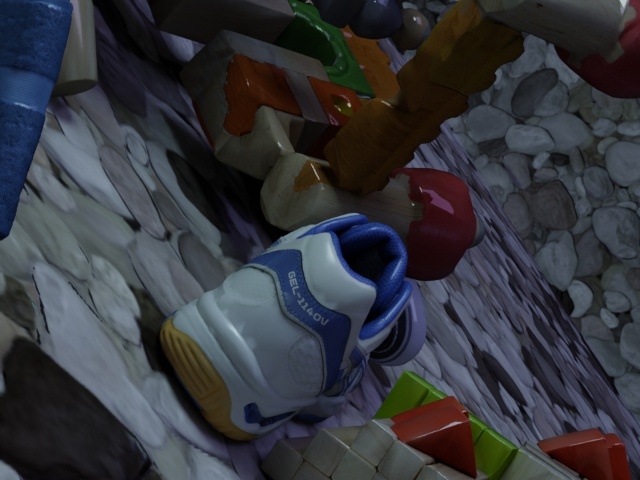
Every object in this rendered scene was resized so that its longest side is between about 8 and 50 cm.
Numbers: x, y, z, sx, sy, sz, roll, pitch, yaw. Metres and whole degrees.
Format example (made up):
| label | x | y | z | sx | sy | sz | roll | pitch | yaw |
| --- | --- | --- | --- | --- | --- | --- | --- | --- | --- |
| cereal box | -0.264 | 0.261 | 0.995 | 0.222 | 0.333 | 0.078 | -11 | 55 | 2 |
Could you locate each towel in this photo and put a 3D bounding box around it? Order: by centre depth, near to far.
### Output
| label | x | y | z | sx | sy | sz | roll | pitch | yaw |
| --- | --- | --- | --- | --- | --- | --- | --- | --- | --- |
| towel | -0.145 | -0.059 | 0.581 | 0.029 | 0.067 | 0.119 | 33 | 69 | -60 |

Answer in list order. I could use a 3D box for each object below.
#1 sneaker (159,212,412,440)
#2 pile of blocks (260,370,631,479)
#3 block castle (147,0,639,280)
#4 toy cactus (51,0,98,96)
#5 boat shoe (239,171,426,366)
| label | x | y | z | sx | sy | sz | roll | pitch | yaw |
| --- | --- | --- | --- | --- | --- | --- | --- | --- | --- |
| sneaker | 0.010 | 0.045 | 0.850 | 0.112 | 0.131 | 0.296 | 54 | 12 | 2 |
| pile of blocks | 0.122 | 0.151 | 0.873 | 0.362 | 0.112 | 0.149 | 27 | 8 | -45 |
| block castle | 0.050 | -0.219 | 1.024 | 0.213 | 0.303 | 0.453 | 12 | 43 | -44 |
| toy cactus | -0.185 | -0.178 | 0.839 | 0.219 | 0.112 | 0.180 | 12 | 63 | -74 |
| boat shoe | 0.000 | 0.000 | 1.053 | 0.076 | 0.080 | 0.228 | 6 | 51 | -53 |
